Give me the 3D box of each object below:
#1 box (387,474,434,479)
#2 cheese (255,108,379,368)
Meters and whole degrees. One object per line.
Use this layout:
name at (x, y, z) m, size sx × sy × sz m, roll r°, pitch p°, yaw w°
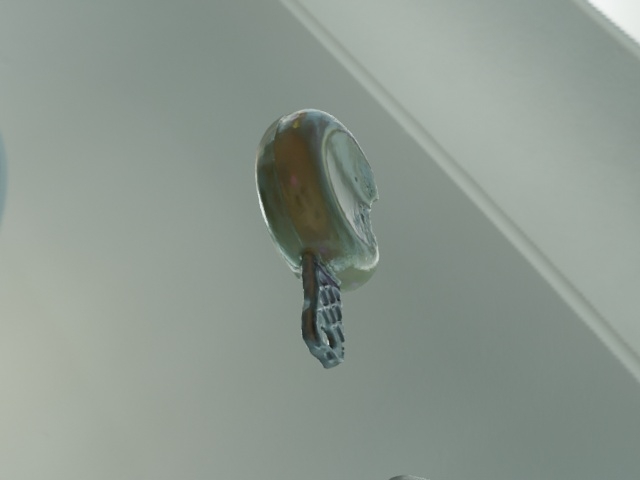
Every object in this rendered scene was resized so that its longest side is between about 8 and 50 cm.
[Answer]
box at (0.191, 0.305, 0.800) m, size 0.350 × 0.058 × 0.211 m, roll 9°, pitch -93°, yaw 9°
cheese at (0.000, 0.000, 1.040) m, size 0.082 × 0.163 × 0.286 m, roll -23°, pitch -136°, yaw 22°
